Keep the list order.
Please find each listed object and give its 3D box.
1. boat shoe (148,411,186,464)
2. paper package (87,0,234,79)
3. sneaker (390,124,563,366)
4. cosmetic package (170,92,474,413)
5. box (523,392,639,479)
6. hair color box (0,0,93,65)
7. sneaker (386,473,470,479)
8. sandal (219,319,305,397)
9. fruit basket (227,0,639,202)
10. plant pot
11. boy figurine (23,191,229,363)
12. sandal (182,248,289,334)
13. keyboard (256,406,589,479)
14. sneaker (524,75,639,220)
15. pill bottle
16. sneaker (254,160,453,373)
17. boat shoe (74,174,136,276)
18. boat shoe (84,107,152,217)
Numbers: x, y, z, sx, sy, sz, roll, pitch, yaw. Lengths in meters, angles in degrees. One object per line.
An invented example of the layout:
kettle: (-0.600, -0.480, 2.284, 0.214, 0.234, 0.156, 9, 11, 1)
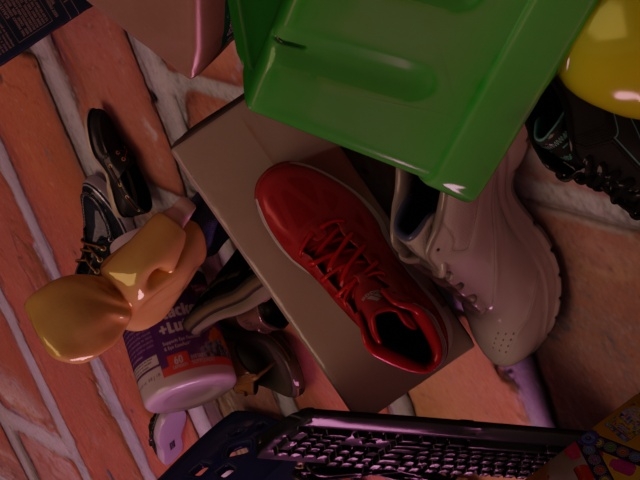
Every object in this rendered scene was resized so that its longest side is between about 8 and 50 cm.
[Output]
boat shoe: (-0.206, 0.247, 2.387, 0.040, 0.049, 0.142, 42, 153, 20)
paper package: (-0.146, -0.349, 1.466, 0.309, 0.168, 0.325, 39, 149, 23)
sneaker: (0.114, -0.007, 1.516, 0.111, 0.129, 0.297, 19, 139, 44)
cosmetic package: (0.000, 0.000, 1.646, 0.296, 0.129, 0.153, 56, 180, -8)
box: (0.228, 0.339, 1.572, 0.177, 0.279, 0.290, 41, 151, 33)
hair color box: (-0.417, -0.185, 1.874, 0.105, 0.347, 0.174, 59, 152, -13)
sneaker: (0.122, 0.252, 1.894, 0.134, 0.051, 0.070, 44, 150, 9)
sandal: (-0.094, 0.137, 2.071, 0.219, 0.060, 0.090, 17, 137, 48)
fruit basket: (0.154, -0.204, 1.145, 0.392, 0.392, 0.283, 95, 167, -53)
plant pot: (-0.058, 0.352, 2.100, 0.212, 0.236, 0.236, -7, 118, 51)
boy figurine: (-0.170, 0.024, 1.816, 0.092, 0.285, 0.177, 46, 155, 12)
sandal: (-0.052, 0.052, 1.861, 0.086, 0.120, 0.303, 43, 154, -13)
keyboard: (0.094, 0.196, 1.650, 0.201, 0.317, 0.033, 139, 135, -62)
sneaker: (0.213, -0.064, 1.325, 0.267, 0.106, 0.101, 52, 151, -2)
pill bottle: (-0.170, 0.085, 2.027, 0.108, 0.108, 0.194, 123, 132, -61)
sneaker: (0.032, 0.021, 1.506, 0.221, 0.087, 0.128, 43, -178, -2)
boat shoe: (-0.260, 0.016, 2.157, 0.065, 0.083, 0.183, 23, 140, 43)
boat shoe: (-0.224, -0.088, 2.028, 0.042, 0.049, 0.133, -8, 112, 28)
